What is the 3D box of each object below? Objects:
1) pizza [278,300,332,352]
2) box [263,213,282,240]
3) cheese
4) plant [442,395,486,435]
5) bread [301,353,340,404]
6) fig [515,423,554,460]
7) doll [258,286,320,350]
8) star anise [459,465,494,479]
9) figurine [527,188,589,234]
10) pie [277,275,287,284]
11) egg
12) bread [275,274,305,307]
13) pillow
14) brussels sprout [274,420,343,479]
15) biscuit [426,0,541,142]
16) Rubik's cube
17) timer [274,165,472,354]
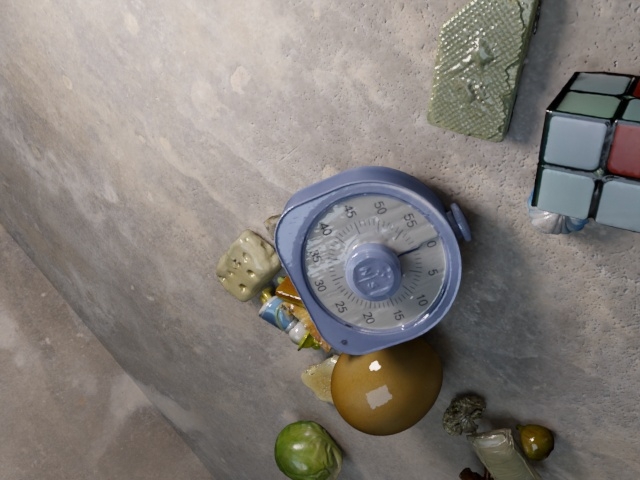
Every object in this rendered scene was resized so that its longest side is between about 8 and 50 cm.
[{"bbox_3d":[0.080,0.175,1.323,0.364,0.182,0.074,-7,157,5],"label":"pizza"},{"bbox_3d":[-0.099,-0.038,1.446,0.098,0.045,0.062,-10,114,46],"label":"box"},{"bbox_3d":[-0.220,0.080,1.609,0.159,0.093,0.263,47,140,2],"label":"cheese"},{"bbox_3d":[0.379,0.463,1.395,0.116,0.104,0.122,-30,106,39],"label":"plant"},{"bbox_3d":[0.042,0.456,1.725,0.182,0.039,0.251,48,139,-1],"label":"bread"},{"bbox_3d":[0.512,0.477,1.316,0.098,0.082,0.084,39,177,32],"label":"fig"},{"bbox_3d":[-0.094,0.243,1.627,0.241,0.098,0.135,38,116,9],"label":"doll"},{"bbox_3d":[0.464,0.674,1.483,0.212,0.111,0.196,-21,112,39],"label":"star anise"},{"bbox_3d":[0.417,-0.049,0.982,0.114,0.079,0.114,30,174,4],"label":"figurine"},{"bbox_3d":[-0.036,0.152,1.471,0.186,0.041,0.187,34,-179,-1],"label":"pie"},{"bbox_3d":[0.166,0.353,1.373,0.250,0.250,0.322,47,135,0],"label":"egg"},{"bbox_3d":[-0.047,0.114,1.321,0.094,0.090,0.035,14,139,32],"label":"bread"},{"bbox_3d":[0.461,0.550,1.369,0.119,0.053,0.208,-23,109,36],"label":"pillow"},{"bbox_3d":[-0.047,0.754,1.920,0.244,0.244,0.244,23,134,26],"label":"brussels sprout"},{"bbox_3d":[0.266,-0.295,0.920,0.150,0.052,0.253,25,134,25],"label":"biscuit"},{"bbox_3d":[0.433,-0.136,0.806,0.180,0.183,0.167,19,133,31],"label":"Rubik's cube"},{"bbox_3d":[0.121,0.032,1.121,0.394,0.173,0.396,3,111,7],"label":"timer"}]
